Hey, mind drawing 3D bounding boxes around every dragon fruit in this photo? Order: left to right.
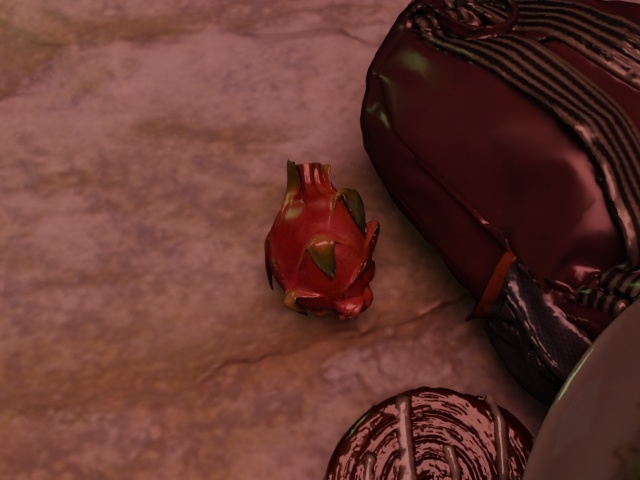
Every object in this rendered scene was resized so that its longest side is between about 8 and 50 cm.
[{"bbox_3d":[0.000,-0.002,0.751,0.081,0.086,0.116,-8,96,-21],"label":"dragon fruit"}]

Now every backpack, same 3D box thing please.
[{"bbox_3d":[0.181,-0.067,0.736,0.283,0.197,0.317,-39,76,-16],"label":"backpack"}]

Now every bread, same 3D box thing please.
[{"bbox_3d":[0.079,0.178,0.697,0.160,0.073,0.161,2,68,-5],"label":"bread"}]

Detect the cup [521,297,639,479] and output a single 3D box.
[{"bbox_3d":[0.290,0.185,0.579,0.347,0.163,0.347,-2,94,-24],"label":"cup"}]
